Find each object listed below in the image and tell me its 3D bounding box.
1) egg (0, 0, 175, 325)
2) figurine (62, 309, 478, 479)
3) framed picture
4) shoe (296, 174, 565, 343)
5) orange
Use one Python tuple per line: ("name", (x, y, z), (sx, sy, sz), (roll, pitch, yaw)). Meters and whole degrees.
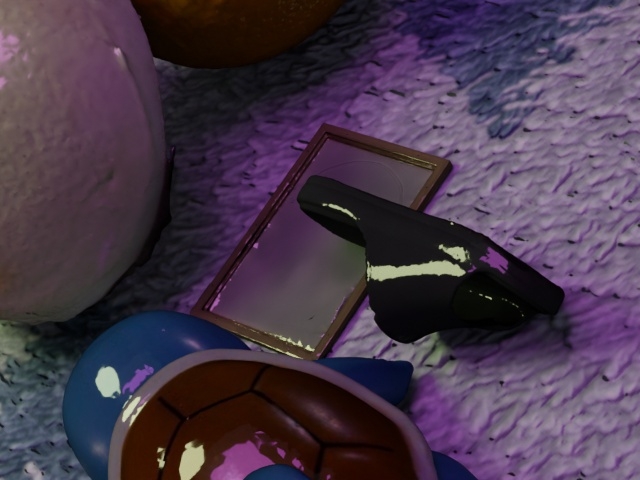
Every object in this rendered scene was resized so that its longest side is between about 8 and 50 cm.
("egg", (-0.285, -0.086, 1.540), (0.337, 0.201, 0.337), (4, 95, 44))
("figurine", (-0.032, 0.192, 1.284), (0.298, 0.243, 0.416), (-53, 27, -4))
("framed picture", (0.000, 0.000, 1.531), (0.136, 0.010, 0.201), (20, 67, 38))
("shoe", (0.068, 0.029, 1.409), (0.241, 0.108, 0.093), (24, 84, 41))
("orange", (-0.088, -0.277, 1.625), (0.274, 0.274, 0.274), (-15, 49, 19))
